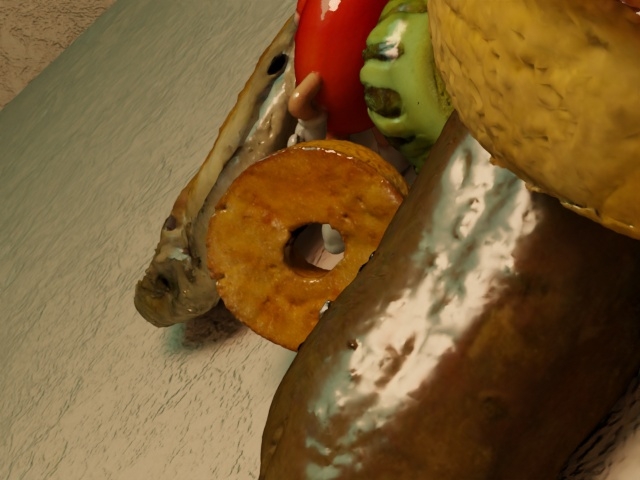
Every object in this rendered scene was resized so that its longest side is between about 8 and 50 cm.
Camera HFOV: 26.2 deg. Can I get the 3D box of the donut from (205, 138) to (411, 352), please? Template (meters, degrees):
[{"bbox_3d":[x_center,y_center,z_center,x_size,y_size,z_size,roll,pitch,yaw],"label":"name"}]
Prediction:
[{"bbox_3d":[0.000,0.000,0.922,0.152,0.152,0.058,-36,6,28],"label":"donut"}]

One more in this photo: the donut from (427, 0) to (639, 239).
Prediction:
[{"bbox_3d":[0.175,-0.091,0.592,0.303,0.303,0.110,-86,5,-59],"label":"donut"}]

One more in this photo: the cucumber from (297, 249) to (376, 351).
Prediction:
[{"bbox_3d":[0.090,-0.010,0.845,0.303,0.072,0.081,-52,-23,-18],"label":"cucumber"}]

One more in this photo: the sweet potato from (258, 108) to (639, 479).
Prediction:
[{"bbox_3d":[0.074,0.052,0.679,0.369,0.158,0.158,-59,22,-9],"label":"sweet potato"}]

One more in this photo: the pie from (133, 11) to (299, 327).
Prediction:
[{"bbox_3d":[-0.054,-0.069,1.159,0.339,0.077,0.339,-59,4,6],"label":"pie"}]

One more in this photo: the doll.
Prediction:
[{"bbox_3d":[0.025,-0.120,0.990,0.085,0.217,0.183,14,44,24],"label":"doll"}]

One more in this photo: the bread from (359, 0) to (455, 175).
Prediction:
[{"bbox_3d":[0.084,-0.101,0.921,0.071,0.139,0.130,-1,71,55],"label":"bread"}]
